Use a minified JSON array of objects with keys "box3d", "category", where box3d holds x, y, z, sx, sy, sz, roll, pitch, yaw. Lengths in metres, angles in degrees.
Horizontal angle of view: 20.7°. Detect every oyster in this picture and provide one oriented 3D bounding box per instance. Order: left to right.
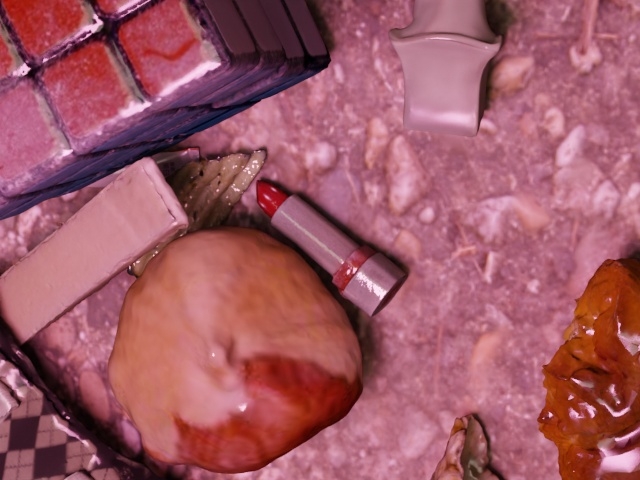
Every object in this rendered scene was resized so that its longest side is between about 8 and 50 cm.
[{"box3d":[0.163,0.361,1.817,0.110,0.166,0.341,-9,112,16],"category":"oyster"}]

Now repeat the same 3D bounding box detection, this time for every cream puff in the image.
[{"box3d":[0.322,0.144,1.711,0.241,0.155,0.269,-17,105,24],"category":"cream puff"}]

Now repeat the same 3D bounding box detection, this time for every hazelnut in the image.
[{"box3d":[-0.090,0.112,1.770,0.261,0.241,0.261,2,96,14],"category":"hazelnut"}]

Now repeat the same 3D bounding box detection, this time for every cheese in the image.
[{"box3d":[-0.272,0.033,1.841,0.400,0.034,0.085,-33,86,43],"category":"cheese"}]

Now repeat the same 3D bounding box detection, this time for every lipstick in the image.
[{"box3d":[-0.001,0.001,1.815,0.186,0.063,0.057,39,109,11],"category":"lipstick"}]

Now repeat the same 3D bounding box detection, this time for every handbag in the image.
[{"box3d":[-0.342,0.269,1.902,0.416,0.180,0.317,43,115,1],"category":"handbag"}]

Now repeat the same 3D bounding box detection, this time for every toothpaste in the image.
[{"box3d":[-0.219,-0.074,1.872,0.190,0.031,0.048,-1,107,12],"category":"toothpaste"}]

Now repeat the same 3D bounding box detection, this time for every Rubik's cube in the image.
[{"box3d":[-0.237,-0.238,1.659,0.344,0.337,0.343,-25,90,20],"category":"Rubik's cube"}]

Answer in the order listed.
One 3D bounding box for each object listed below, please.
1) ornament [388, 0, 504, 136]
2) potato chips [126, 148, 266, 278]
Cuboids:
[{"box3d":[0.120,-0.239,1.687,0.130,0.120,0.285,-8,102,13],"category":"ornament"},{"box3d":[-0.140,-0.029,1.852,0.092,0.028,0.207,31,114,-10],"category":"potato chips"}]
